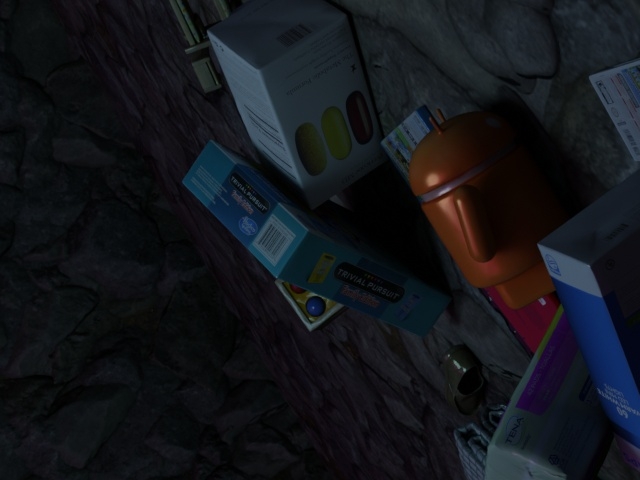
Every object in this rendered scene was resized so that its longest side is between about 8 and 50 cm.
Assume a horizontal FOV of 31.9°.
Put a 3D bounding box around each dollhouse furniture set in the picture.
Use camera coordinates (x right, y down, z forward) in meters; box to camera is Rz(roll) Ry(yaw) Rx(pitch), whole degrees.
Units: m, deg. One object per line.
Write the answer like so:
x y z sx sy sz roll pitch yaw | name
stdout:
-0.169 -0.355 1.725 0.161 0.101 0.181 -102 -10 -54 | dollhouse furniture set

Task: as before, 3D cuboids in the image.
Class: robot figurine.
0.174 -0.039 1.155 0.219 0.158 0.128 58 150 -4 | robot figurine

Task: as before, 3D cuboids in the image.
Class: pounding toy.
0.003 0.065 1.952 0.130 0.141 0.100 53 -167 10 | pounding toy

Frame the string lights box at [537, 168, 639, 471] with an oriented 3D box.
0.302 0.080 0.988 0.077 0.133 0.259 29 149 60 | string lights box

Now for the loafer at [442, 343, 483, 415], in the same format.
0.220 0.224 1.713 0.050 0.056 0.148 50 165 47 | loafer

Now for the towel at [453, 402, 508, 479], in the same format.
0.329 0.394 1.617 0.284 0.121 0.235 43 159 47 | towel

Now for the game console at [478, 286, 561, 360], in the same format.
0.254 0.070 1.362 0.144 0.085 0.124 53 134 10 | game console

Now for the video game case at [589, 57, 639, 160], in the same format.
0.274 -0.109 0.916 0.087 0.011 0.122 59 165 -8 | video game case

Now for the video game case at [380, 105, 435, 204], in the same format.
0.133 -0.095 1.393 0.119 0.015 0.166 56 165 0 | video game case

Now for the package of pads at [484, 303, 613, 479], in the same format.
0.258 0.192 1.184 0.101 0.229 0.296 24 153 19 | package of pads

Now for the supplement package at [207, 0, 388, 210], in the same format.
-0.024 -0.186 1.457 0.134 0.139 0.244 43 162 43 | supplement package

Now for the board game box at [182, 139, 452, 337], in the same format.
0.000 0.000 1.583 0.336 0.079 0.254 24 -166 -47 | board game box

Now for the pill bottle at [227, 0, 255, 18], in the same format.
-0.064 -0.249 1.551 0.087 0.087 0.160 38 156 51 | pill bottle
